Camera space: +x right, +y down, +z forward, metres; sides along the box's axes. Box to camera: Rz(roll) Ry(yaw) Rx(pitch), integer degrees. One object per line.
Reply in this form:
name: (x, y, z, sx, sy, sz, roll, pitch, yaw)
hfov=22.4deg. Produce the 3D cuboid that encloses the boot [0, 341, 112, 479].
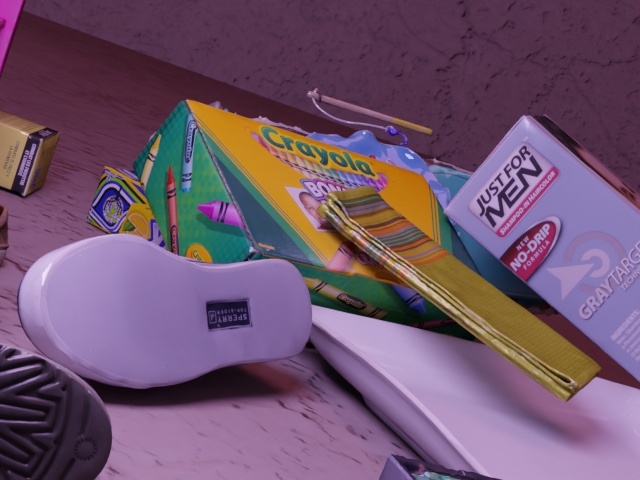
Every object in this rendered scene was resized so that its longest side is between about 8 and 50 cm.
boot: (-0.200, 0.056, 0.824, 0.189, 0.076, 0.208, 21, 2, -11)

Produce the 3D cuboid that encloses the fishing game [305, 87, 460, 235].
fishing game: (0.047, -0.042, 1.553, 0.189, 0.041, 0.264, 20, 46, -5)

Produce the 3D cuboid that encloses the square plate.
square plate: (0.182, 0.151, 1.127, 0.344, 0.049, 0.347, 15, 10, -27)

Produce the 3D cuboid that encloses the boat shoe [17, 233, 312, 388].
boat shoe: (-0.108, 0.050, 1.017, 0.084, 0.095, 0.258, -7, -11, 33)

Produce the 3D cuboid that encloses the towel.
towel: (0.109, 0.034, 1.225, 0.237, 0.021, 0.102, 38, 21, 14)

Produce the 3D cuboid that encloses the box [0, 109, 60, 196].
box: (-0.356, -0.109, 1.443, 0.232, 0.058, 0.087, 21, 9, -2)

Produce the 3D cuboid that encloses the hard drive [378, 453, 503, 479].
hard drive: (0.207, 0.210, 0.788, 0.339, 0.064, 0.237, 17, 9, -23)

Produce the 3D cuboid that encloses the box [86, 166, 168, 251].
box: (-0.119, -0.008, 1.382, 0.169, 0.054, 0.059, 26, 11, 34)

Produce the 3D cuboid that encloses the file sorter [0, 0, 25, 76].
file sorter: (-0.344, -0.191, 1.232, 0.202, 0.291, 0.182, 20, 12, -4)

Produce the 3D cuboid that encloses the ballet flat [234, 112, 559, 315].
ballet flat: (0.066, -0.021, 1.666, 0.409, 0.147, 0.147, 21, 9, -3)

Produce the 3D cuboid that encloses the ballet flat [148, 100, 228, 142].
ballet flat: (-0.130, -0.067, 1.462, 0.068, 0.072, 0.213, 15, -24, -4)

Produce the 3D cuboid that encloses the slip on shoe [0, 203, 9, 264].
slip on shoe: (-0.254, -0.004, 1.101, 0.051, 0.041, 0.135, 24, 10, 21)

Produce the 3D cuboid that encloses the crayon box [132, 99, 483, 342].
crayon box: (0.000, 0.000, 1.297, 0.278, 0.081, 0.165, 14, 37, -42)

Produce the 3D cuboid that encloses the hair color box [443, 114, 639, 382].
hair color box: (0.294, 0.049, 1.419, 0.374, 0.113, 0.185, 41, 12, 7)
